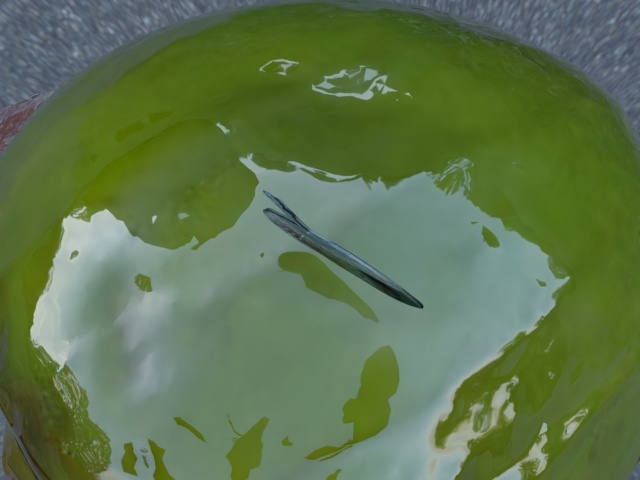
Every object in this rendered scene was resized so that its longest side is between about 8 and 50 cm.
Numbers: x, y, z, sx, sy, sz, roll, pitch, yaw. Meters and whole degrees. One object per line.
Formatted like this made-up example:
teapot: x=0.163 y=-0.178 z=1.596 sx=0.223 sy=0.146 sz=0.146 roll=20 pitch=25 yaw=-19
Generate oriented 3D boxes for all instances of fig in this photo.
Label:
fig: x=0.007 y=0.032 z=0.584 sx=0.343 sy=0.343 sz=0.343 roll=0 pitch=87 yaw=3

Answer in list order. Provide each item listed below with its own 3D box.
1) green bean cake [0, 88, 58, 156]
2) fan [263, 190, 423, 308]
green bean cake: x=-0.245 y=-0.048 z=0.936 sx=0.056 sy=0.135 sz=0.135 roll=47 pitch=52 yaw=-29
fan: x=0.007 y=0.005 z=0.376 sx=0.060 sy=0.080 sz=0.003 roll=32 pitch=85 yaw=1
